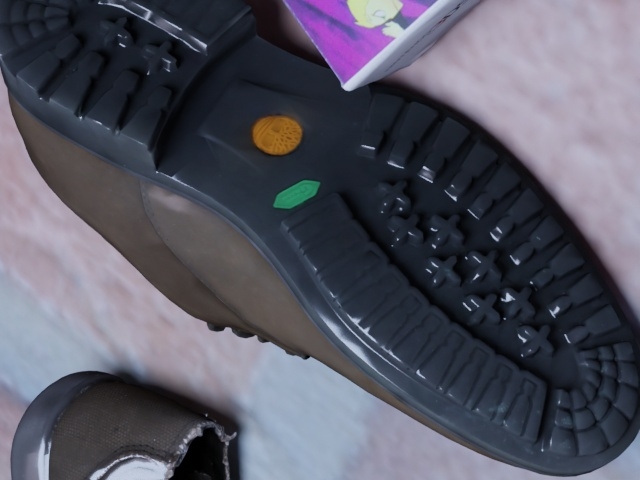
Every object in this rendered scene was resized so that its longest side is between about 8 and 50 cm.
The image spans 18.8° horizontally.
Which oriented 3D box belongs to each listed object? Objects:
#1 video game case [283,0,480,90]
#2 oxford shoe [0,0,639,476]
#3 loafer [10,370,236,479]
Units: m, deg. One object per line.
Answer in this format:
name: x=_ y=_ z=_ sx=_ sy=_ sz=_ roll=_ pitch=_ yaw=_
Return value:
video game case: x=0.013 y=-0.190 z=0.512 sx=0.210 sy=0.042 sz=0.232 roll=-39 pitch=84 yaw=41
oxford shoe: x=0.000 y=0.000 z=0.595 sx=0.227 sy=0.083 sz=0.096 roll=37 pitch=152 yaw=15
loafer: x=-0.051 y=0.155 z=0.684 sx=0.078 sy=0.080 sz=0.220 roll=-2 pitch=108 yaw=38
